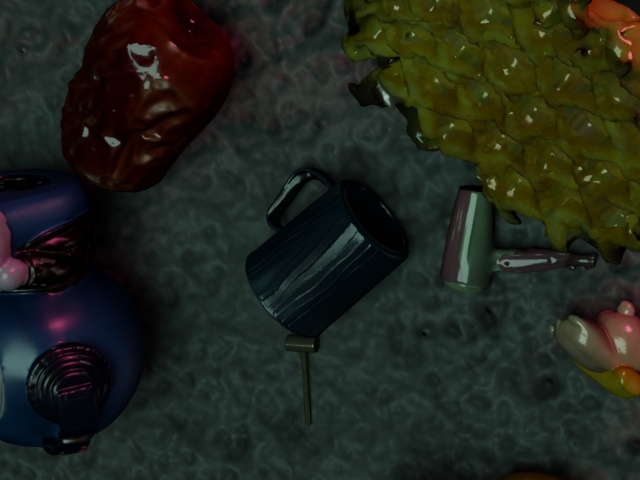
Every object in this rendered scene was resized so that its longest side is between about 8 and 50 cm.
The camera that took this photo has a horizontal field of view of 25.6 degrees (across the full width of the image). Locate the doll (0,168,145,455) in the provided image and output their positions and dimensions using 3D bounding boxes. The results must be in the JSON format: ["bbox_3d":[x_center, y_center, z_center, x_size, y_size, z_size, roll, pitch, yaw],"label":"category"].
[{"bbox_3d":[-0.316,0.083,1.541,0.284,0.240,0.310,28,126,60],"label":"doll"}]

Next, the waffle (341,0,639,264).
[{"bbox_3d":[0.190,-0.131,1.260,0.382,0.379,0.095,38,72,-4],"label":"waffle"}]

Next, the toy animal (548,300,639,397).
[{"bbox_3d":[0.291,0.099,1.427,0.114,0.091,0.082,41,87,-10],"label":"toy animal"}]

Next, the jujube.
[{"bbox_3d":[-0.187,-0.150,1.479,0.155,0.155,0.230,37,120,6],"label":"jujube"}]

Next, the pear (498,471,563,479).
[{"bbox_3d":[0.223,0.299,1.490,0.131,0.107,0.107,2,107,27],"label":"pear"}]

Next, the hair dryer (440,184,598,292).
[{"bbox_3d":[0.206,0.007,1.447,0.154,0.054,0.106,12,104,6],"label":"hair dryer"}]

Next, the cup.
[{"bbox_3d":[-0.002,0.004,1.476,0.138,0.113,0.150,-40,92,23],"label":"cup"}]

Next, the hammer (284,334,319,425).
[{"bbox_3d":[-0.017,0.157,1.583,0.035,0.019,0.110,3,112,19],"label":"hammer"}]
